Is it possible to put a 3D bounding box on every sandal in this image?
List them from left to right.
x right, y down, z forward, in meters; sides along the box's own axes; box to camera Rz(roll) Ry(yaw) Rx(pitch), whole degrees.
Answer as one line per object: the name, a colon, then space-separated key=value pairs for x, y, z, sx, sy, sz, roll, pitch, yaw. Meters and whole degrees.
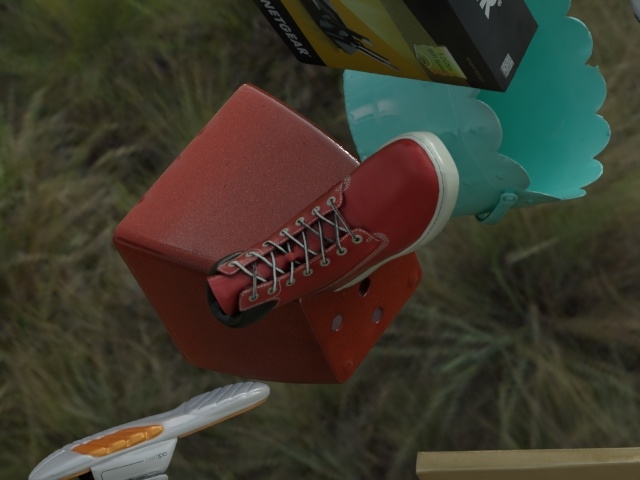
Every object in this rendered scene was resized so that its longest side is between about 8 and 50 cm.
sandal: x=-0.167 y=0.222 z=1.577 sx=0.265 sy=0.076 sz=0.102 roll=-19 pitch=6 yaw=-14

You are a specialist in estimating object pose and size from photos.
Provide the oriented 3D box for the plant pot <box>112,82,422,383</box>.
plant pot: x=-0.037 y=0.017 z=1.808 sx=0.235 sy=0.267 sz=0.267 roll=21 pitch=61 yaw=35

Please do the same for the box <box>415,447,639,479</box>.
box: x=0.198 y=0.224 z=1.313 sx=0.201 sy=0.164 sz=0.021 roll=-4 pitch=54 yaw=21

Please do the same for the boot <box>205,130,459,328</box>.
boot: x=0.000 y=0.000 z=1.306 sx=0.176 sy=0.244 sz=0.088 roll=-21 pitch=75 yaw=-37

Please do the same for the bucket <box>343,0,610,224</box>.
bucket: x=0.168 y=-0.152 z=1.636 sx=0.183 sy=0.281 sz=0.281 roll=-14 pitch=53 yaw=36

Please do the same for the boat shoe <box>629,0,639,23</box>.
boat shoe: x=0.335 y=-0.155 z=1.303 sx=0.083 sy=0.076 sz=0.226 roll=-11 pitch=33 yaw=-18

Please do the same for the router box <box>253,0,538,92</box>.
router box: x=0.021 y=-0.261 z=1.331 sx=0.243 sy=0.309 sz=0.081 roll=13 pitch=67 yaw=38
